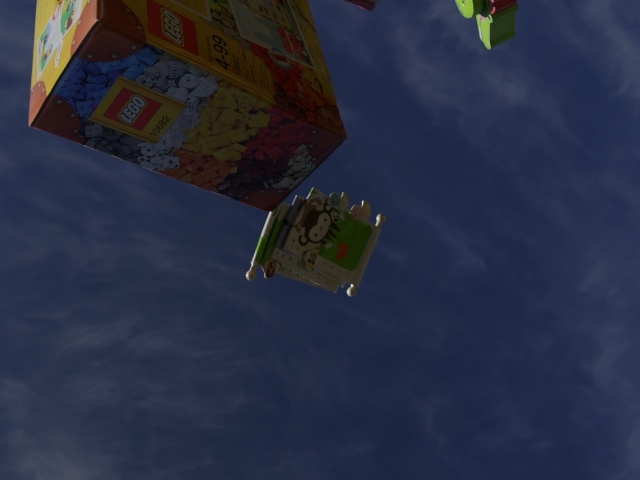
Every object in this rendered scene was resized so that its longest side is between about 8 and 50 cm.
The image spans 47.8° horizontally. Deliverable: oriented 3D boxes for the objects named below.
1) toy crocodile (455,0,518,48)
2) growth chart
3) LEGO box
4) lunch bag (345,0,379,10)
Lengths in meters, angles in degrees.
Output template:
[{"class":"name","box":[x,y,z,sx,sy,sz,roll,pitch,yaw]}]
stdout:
[{"class":"toy crocodile","box":[0.312,-0.513,1.313,0.115,0.105,0.340,-23,-54,-11]},{"class":"growth chart","box":[0.000,0.000,1.159,0.237,0.021,0.172,15,-89,-37]},{"class":"LEGO box","box":[-0.202,-0.331,1.066,0.372,0.193,0.500,19,-137,-37]},{"class":"lunch bag","box":[0.030,-0.654,1.634,0.293,0.120,0.258,46,-156,10]}]
